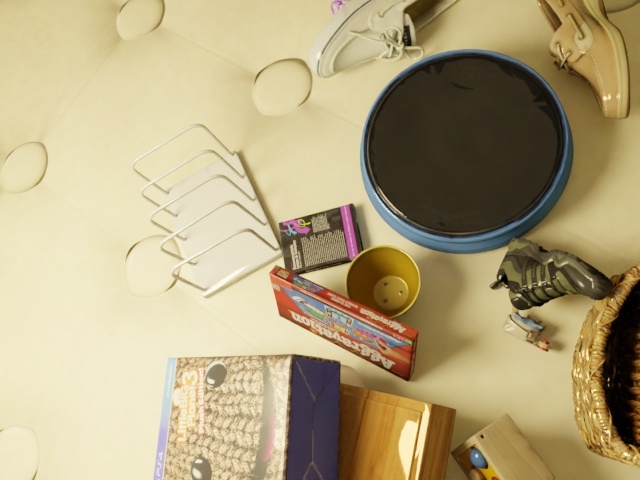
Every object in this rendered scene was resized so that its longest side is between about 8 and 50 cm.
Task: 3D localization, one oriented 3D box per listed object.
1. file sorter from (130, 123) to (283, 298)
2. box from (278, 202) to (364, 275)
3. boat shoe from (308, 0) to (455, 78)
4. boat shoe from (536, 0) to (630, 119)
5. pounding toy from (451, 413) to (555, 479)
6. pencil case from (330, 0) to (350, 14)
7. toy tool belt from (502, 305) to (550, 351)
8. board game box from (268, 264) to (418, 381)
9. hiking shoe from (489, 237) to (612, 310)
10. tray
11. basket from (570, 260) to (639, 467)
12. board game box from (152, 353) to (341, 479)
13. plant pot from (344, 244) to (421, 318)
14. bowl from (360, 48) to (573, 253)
[{"bbox_3d":[-0.237,-0.061,1.144,0.193,0.173,0.277,-30,67,7],"label":"file sorter"},{"bbox_3d":[0.000,0.000,1.128,0.162,0.029,0.115,-14,68,12],"label":"box"},{"bbox_3d":[0.153,-0.439,1.180,0.367,0.135,0.156,-38,68,-8],"label":"boat shoe"},{"bbox_3d":[0.486,-0.357,1.052,0.110,0.121,0.340,-13,59,18],"label":"boat shoe"},{"bbox_3d":[0.268,0.367,0.874,0.100,0.141,0.130,-24,63,-22],"label":"pounding toy"},{"bbox_3d":[0.104,-0.575,1.253,0.086,0.088,0.206,28,83,26],"label":"pencil case"},{"bbox_3d":[0.355,0.147,0.955,0.083,0.052,0.051,26,90,23],"label":"toy tool belt"},{"bbox_3d":[0.038,0.147,1.006,0.282,0.145,0.027,23,57,23],"label":"board game box"},{"bbox_3d":[0.368,0.073,0.915,0.086,0.227,0.114,28,93,-18],"label":"hiking shoe"},{"bbox_3d":[0.075,0.448,0.883,0.203,0.076,0.410,-3,69,49],"label":"tray"},{"bbox_3d":[0.496,0.175,0.786,0.214,0.223,0.298,16,78,6],"label":"basket"},{"bbox_3d":[-0.125,0.316,0.955,0.291,0.141,0.231,-11,68,34],"label":"board game box"},{"bbox_3d":[0.121,0.086,1.024,0.135,0.095,0.134,-6,71,16],"label":"plant pot"},{"bbox_3d":[0.261,-0.171,1.048,0.392,0.077,0.390,-3,80,15],"label":"bowl"}]
